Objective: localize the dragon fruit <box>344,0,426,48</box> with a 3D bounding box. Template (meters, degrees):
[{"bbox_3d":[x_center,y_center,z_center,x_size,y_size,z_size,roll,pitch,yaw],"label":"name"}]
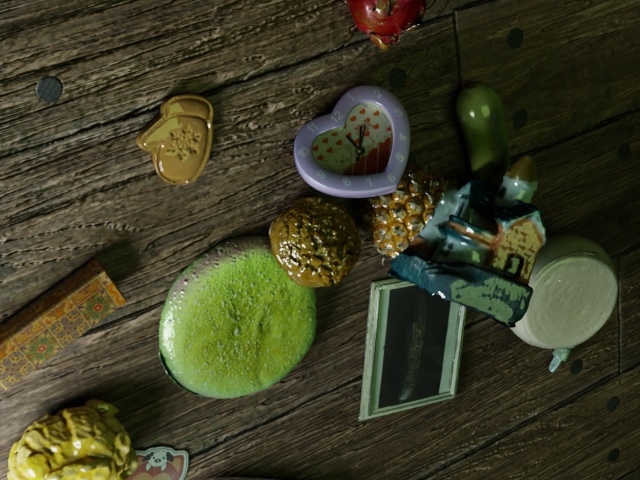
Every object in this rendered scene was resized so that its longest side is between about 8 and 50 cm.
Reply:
[{"bbox_3d":[0.099,-0.373,1.515,0.133,0.136,0.165,3,141,-1],"label":"dragon fruit"}]

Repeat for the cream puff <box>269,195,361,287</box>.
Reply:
[{"bbox_3d":[0.000,0.000,1.597,0.165,0.115,0.150,-14,93,-48],"label":"cream puff"}]

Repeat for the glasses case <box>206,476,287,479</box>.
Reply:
[{"bbox_3d":[-0.107,0.489,1.786,0.297,0.075,0.113,14,101,-36],"label":"glasses case"}]

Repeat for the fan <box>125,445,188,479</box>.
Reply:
[{"bbox_3d":[-0.300,0.447,1.690,0.132,0.009,0.219,11,104,-34],"label":"fan"}]

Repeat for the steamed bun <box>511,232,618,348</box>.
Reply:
[{"bbox_3d":[0.448,0.088,1.911,0.232,0.145,0.231,-6,115,-14],"label":"steamed bun"}]

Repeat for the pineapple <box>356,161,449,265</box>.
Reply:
[{"bbox_3d":[0.114,-0.070,1.654,0.137,0.161,0.176,38,72,-3],"label":"pineapple"}]

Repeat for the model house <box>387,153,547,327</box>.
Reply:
[{"bbox_3d":[0.273,-0.024,1.690,0.185,0.253,0.291,24,92,-16],"label":"model house"}]

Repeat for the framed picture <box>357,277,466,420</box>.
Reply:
[{"bbox_3d":[0.182,0.195,1.873,0.231,0.018,0.293,-9,115,-28],"label":"framed picture"}]

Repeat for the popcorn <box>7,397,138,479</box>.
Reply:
[{"bbox_3d":[-0.370,0.330,1.519,0.194,0.140,0.163,16,106,-37],"label":"popcorn"}]

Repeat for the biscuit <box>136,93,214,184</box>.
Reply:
[{"bbox_3d":[-0.215,-0.150,1.475,0.118,0.023,0.140,-7,114,-30],"label":"biscuit"}]

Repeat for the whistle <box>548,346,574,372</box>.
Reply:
[{"bbox_3d":[0.509,0.232,2.079,0.035,0.035,0.100,27,96,-37],"label":"whistle"}]

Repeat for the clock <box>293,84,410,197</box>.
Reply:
[{"bbox_3d":[0.063,-0.142,1.588,0.198,0.064,0.172,-40,82,-11],"label":"clock"}]

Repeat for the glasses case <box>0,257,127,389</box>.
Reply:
[{"bbox_3d":[-0.399,0.121,1.463,0.218,0.049,0.075,-37,131,-13],"label":"glasses case"}]

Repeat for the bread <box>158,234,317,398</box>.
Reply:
[{"bbox_3d":[-0.130,0.133,1.639,0.302,0.045,0.301,-11,114,-26],"label":"bread"}]

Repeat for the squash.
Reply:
[{"bbox_3d":[0.290,-0.165,1.750,0.083,0.083,0.250,-28,126,-19],"label":"squash"}]
